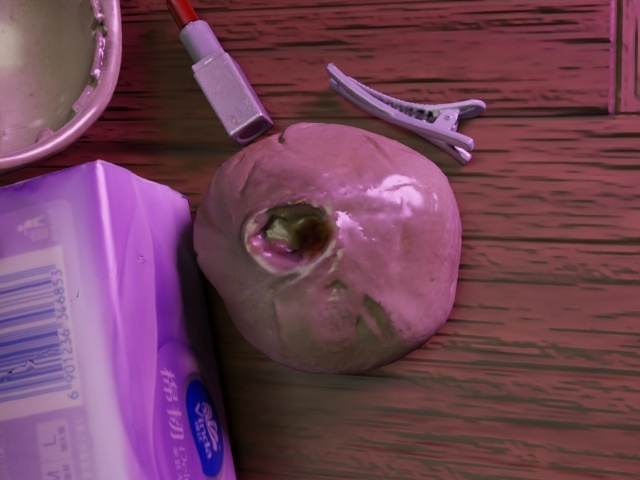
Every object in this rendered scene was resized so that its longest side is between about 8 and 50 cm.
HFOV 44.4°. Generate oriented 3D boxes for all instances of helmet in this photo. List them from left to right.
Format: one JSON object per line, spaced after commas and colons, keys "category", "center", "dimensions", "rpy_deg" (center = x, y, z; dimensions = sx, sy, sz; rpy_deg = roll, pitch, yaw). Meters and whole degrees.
{"category": "helmet", "center": [-0.256, -0.141, 0.566], "dimensions": [0.204, 0.137, 0.258], "rpy_deg": [14, 65, -25]}

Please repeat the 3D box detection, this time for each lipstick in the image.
{"category": "lipstick", "center": [-0.080, -0.131, 0.572], "dimensions": [0.030, 0.030, 0.129], "rpy_deg": [-33, 77, 8]}

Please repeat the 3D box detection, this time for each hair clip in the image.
{"category": "hair clip", "center": [0.058, -0.095, 0.535], "dimensions": [0.115, 0.030, 0.039], "rpy_deg": [27, 71, 14]}

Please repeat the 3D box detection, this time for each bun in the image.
{"category": "bun", "center": [0.000, 0.000, 0.491], "dimensions": [0.173, 0.113, 0.167], "rpy_deg": [-3, 82, 12]}

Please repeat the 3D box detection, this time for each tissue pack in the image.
{"category": "tissue pack", "center": [-0.183, 0.149, 0.495], "dimensions": [0.242, 0.160, 0.338], "rpy_deg": [-13, 81, 14]}
